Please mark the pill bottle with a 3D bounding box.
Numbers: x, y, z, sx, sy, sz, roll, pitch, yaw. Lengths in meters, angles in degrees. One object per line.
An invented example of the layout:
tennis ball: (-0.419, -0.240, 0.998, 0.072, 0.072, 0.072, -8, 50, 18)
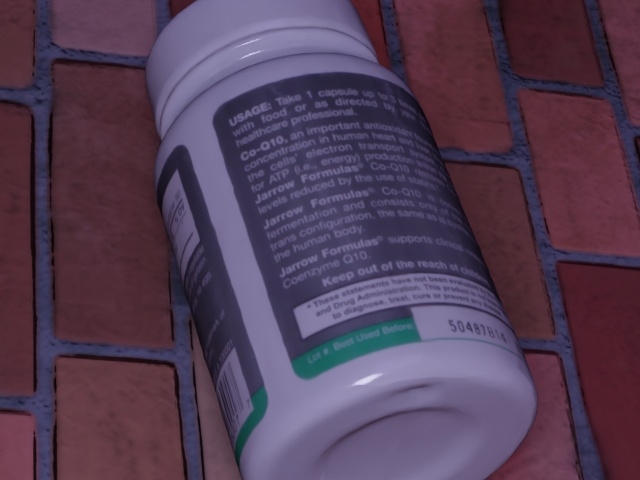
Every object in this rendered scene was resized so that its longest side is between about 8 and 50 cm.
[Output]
pill bottle: (0.000, 0.000, 1.335, 0.204, 0.204, 0.361, -4, 54, -22)
